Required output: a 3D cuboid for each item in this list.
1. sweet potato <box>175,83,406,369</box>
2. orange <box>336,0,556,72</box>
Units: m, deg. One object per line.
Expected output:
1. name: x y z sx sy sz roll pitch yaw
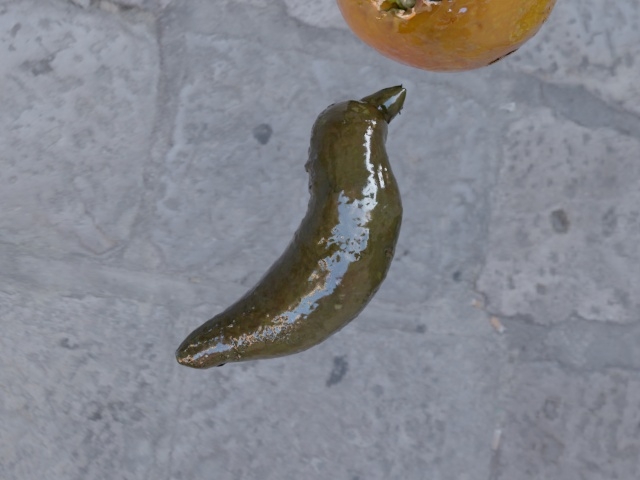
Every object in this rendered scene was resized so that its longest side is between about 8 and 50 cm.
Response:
1. sweet potato: 0.003 -0.001 0.805 0.310 0.124 0.098 -60 147 -2
2. orange: 0.130 -0.292 0.944 0.246 0.246 0.246 0 89 -28
